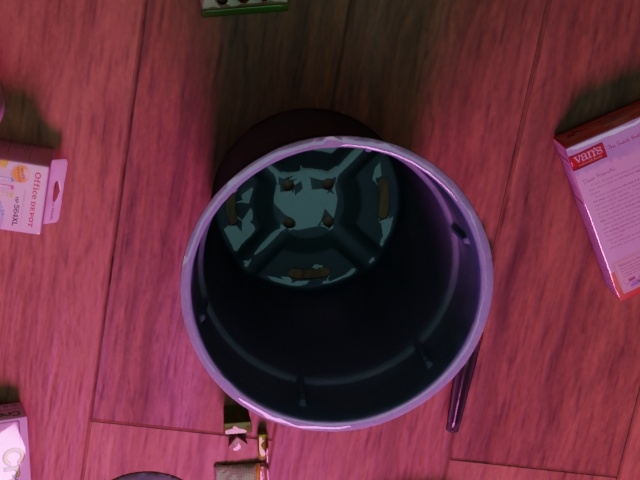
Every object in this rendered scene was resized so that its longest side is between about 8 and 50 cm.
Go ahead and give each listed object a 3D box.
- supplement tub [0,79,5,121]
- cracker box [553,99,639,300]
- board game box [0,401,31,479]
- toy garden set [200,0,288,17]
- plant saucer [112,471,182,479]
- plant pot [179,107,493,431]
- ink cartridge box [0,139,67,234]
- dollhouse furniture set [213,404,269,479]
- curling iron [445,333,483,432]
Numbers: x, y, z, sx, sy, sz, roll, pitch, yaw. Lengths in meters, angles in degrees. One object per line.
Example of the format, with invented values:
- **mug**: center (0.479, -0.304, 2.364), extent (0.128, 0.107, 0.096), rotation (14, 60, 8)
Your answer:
- **supplement tub**: center (-0.555, -0.137, 1.606), extent (0.331, 0.241, 0.241), rotation (-33, 109, 14)
- **cracker box**: center (0.418, -0.057, 1.847), extent (0.156, 0.067, 0.232), rotation (-23, 110, 1)
- **board game box**: center (-0.480, 0.374, 1.873), extent (0.193, 0.053, 0.305), rotation (-7, 110, -20)
- **toy garden set**: center (-0.052, -0.394, 1.690), extent (0.204, 0.049, 0.244), rotation (-5, 109, -5)
- **plant saucer**: center (-0.239, 0.414, 1.945), extent (0.195, 0.037, 0.195), rotation (-2, 109, -7)
- **plant pot**: center (0.000, 0.000, 1.677), extent (0.341, 0.334, 0.341), rotation (-2, 109, -6)
- **ink cartridge box**: center (-0.388, -0.069, 1.739), extent (0.143, 0.090, 0.092), rotation (8, 107, -8)
- **dollhouse furniture set**: center (-0.106, 0.302, 1.911), extent (0.076, 0.058, 0.151), rotation (-2, 108, -5)
- **curling iron**: center (0.189, 0.129, 1.900), extent (0.068, 0.035, 0.274), rotation (2, 107, -3)
